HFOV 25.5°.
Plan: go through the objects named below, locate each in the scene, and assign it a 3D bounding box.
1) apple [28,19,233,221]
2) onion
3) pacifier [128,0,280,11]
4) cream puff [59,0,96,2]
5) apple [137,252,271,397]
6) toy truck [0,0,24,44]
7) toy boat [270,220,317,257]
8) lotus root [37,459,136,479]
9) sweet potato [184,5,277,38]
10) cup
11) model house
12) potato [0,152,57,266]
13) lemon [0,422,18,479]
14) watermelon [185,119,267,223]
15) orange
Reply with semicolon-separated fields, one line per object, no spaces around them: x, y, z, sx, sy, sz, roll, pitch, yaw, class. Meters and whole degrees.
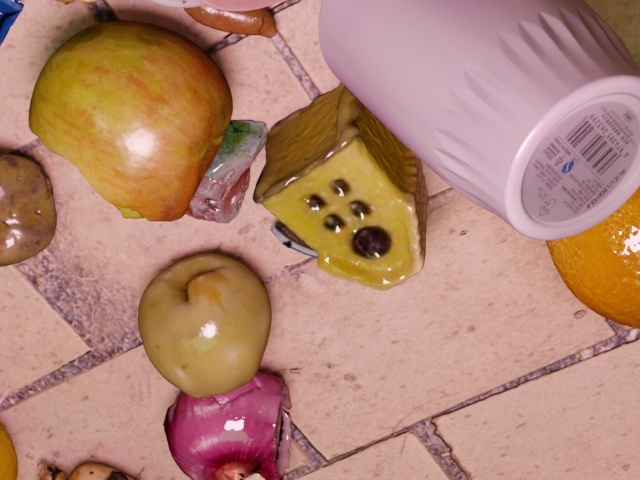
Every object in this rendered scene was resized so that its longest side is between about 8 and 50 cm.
-0.233;-0.142;1.705;0.226;0.246;0.246;26;124;0;apple
-0.133;0.276;2.031;0.200;0.201;0.207;-6;167;9;onion
-0.098;-0.379;1.531;0.273;0.220;0.332;-3;151;43;pacifier
-0.292;-0.371;1.620;0.189;0.129;0.189;-8;131;-9;cream puff
-0.157;0.115;1.914;0.200;0.200;0.200;3;125;4;apple
-0.465;-0.229;1.737;0.113;0.126;0.208;30;121;-15;toy truck
0.000;0.000;1.898;0.140;0.059;0.066;14;151;-6;toy boat
-0.319;0.419;2.164;0.257;0.140;0.154;18;131;-14;lotus root
-0.141;-0.291;1.710;0.195;0.056;0.056;25;123;-7;sweet potato
0.181;-0.186;1.535;0.253;0.371;0.253;-19;135;-20;cup
0.057;-0.064;1.763;0.175;0.193;0.234;-37;114;24;model house
-0.449;-0.039;1.866;0.200;0.137;0.155;-8;93;11;potato
-0.575;0.335;2.076;0.288;0.233;0.233;25;123;-13;lemon
-0.140;-0.076;1.851;0.187;0.071;0.139;-20;125;17;watermelon
0.408;-0.024;1.714;0.274;0.274;0.274;3;125;4;orange
